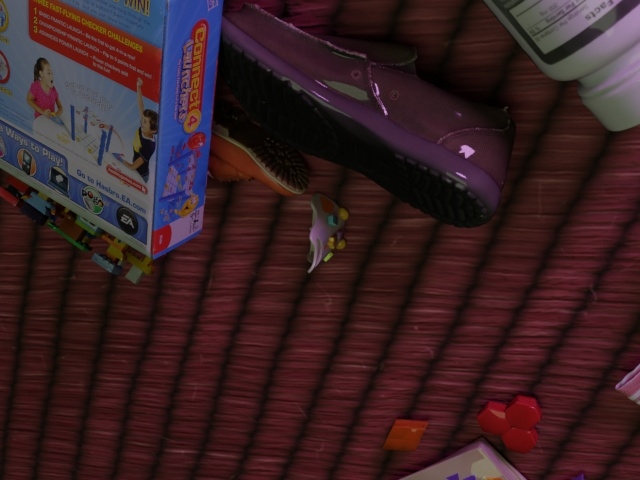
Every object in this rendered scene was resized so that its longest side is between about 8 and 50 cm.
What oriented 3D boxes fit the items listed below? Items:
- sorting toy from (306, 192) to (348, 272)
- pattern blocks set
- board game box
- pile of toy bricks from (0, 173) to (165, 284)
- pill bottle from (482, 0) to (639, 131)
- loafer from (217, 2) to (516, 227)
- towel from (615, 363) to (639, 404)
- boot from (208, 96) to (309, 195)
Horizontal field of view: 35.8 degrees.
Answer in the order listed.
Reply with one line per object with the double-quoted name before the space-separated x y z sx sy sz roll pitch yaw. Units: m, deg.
"sorting toy" 0.000 0.000 1.159 0.045 0.075 0.083 13 123 14
"pattern blocks set" 0.194 0.341 1.314 0.325 0.026 0.285 -23 108 31
"board game box" -0.257 -0.181 1.093 0.308 0.086 0.302 29 127 26
"pile of toy bricks" -0.290 -0.046 1.244 0.212 0.118 0.105 33 87 13
"pill bottle" 0.222 -0.247 0.876 0.161 0.161 0.283 -36 102 34
"loafer" 0.045 -0.149 1.045 0.366 0.130 0.134 33 159 11
"towel" 0.450 0.180 1.100 0.197 0.029 0.144 32 134 -6
"boot" -0.086 -0.091 1.155 0.158 0.059 0.084 37 129 8
